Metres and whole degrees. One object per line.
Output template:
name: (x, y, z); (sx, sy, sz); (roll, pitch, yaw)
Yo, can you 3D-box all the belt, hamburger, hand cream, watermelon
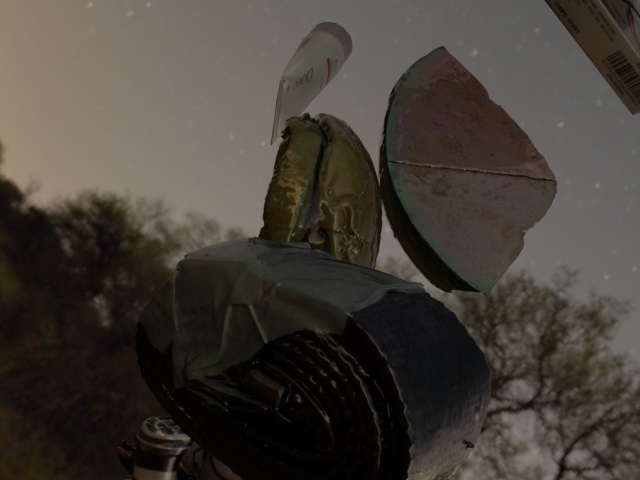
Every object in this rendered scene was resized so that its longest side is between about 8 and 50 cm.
belt: (-0.024, 0.103, 0.785); (0.289, 0.164, 0.184); (21, -67, 36)
hamburger: (-0.001, 0.002, 1.048); (0.134, 0.265, 0.285); (14, 12, -4)
hand cream: (-0.025, -0.281, 1.683); (0.083, 0.248, 0.133); (20, -43, 11)
watermelon: (0.183, -0.073, 1.511); (0.319, 0.292, 0.222); (43, -25, 10)

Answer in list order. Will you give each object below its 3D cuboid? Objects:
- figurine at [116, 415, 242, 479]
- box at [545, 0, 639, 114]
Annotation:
figurine: (-0.117, 0.345, 1.367); (0.320, 0.323, 0.196); (120, -35, -47)
box: (0.365, -0.360, 1.386); (0.353, 0.069, 0.214); (41, 36, -36)
